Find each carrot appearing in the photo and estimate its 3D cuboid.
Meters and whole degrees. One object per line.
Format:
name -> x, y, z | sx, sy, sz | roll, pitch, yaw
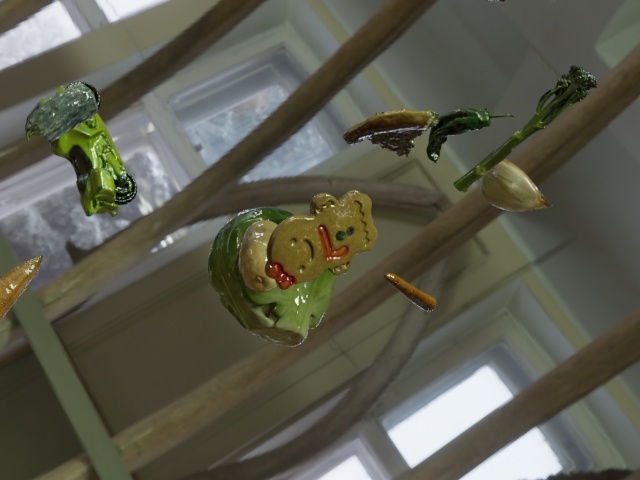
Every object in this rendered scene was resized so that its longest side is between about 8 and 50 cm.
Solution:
carrot -> 0.203, 0.114, 1.776 | 0.190, 0.037, 0.037 | 34, 3, -42
carrot -> -0.685, 0.109, 1.735 | 0.072, 0.205, 0.072 | 36, -19, 15

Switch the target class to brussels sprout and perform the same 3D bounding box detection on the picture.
brussels sprout -> -0.109, 0.087, 1.924 | 0.281, 0.289, 0.355 | -33, -129, 36

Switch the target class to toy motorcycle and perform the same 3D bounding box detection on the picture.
toy motorcycle -> -0.570, -0.218, 1.854 | 0.342, 0.206, 0.142 | 65, -28, 8

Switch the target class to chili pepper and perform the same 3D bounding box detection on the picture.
chili pepper -> 0.411, -0.325, 2.286 | 0.122, 0.279, 0.065 | 41, 39, -35

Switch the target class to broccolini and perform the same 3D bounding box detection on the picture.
broccolini -> 0.470, -0.251, 1.825 | 0.074, 0.392, 0.079 | 26, 30, -47

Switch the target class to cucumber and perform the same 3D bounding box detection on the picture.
cucumber -> -0.430, -0.211, 1.308 | 0.064, 0.112, 0.064 | 38, -25, 22

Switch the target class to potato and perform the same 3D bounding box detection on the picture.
potato -> -0.123, 0.030, 1.690 | 0.178, 0.109, 0.118 | -96, 177, -49

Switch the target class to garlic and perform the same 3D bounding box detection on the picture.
garlic -> 0.492, -0.137, 2.065 | 0.207, 0.115, 0.128 | 46, -6, 40

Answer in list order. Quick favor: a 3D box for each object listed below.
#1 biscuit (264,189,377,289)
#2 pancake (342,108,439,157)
biscuit -> 0.000, 0.000, 1.400 | 0.036, 0.225, 0.166 | 38, -34, 56
pancake -> 0.194, -0.260, 2.006 | 0.266, 0.057, 0.244 | 0, -20, 26
